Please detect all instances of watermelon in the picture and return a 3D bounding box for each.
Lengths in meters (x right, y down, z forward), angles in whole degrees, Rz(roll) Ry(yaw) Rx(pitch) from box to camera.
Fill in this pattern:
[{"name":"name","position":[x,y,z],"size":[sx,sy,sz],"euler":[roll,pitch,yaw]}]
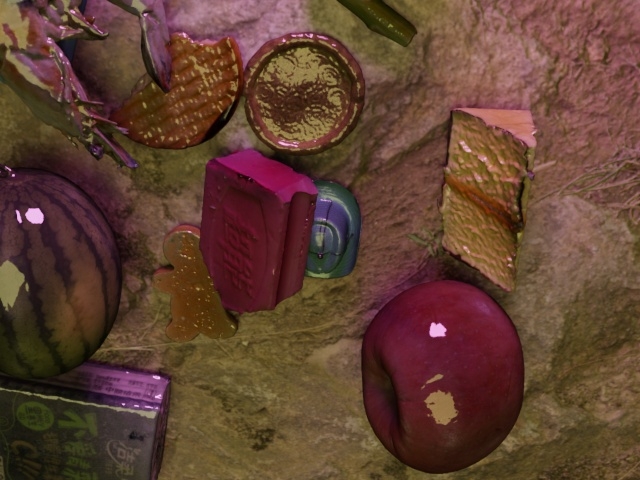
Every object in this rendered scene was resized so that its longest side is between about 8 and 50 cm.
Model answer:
[{"name":"watermelon","position":[-0.452,0.041,1.114],"size":[0.278,0.279,0.360],"euler":[4,121,2]}]

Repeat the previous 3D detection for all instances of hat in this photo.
[{"name":"hat","position":[0.000,0.000,1.179],"size":[0.138,0.078,0.191],"euler":[0,119,4]}]

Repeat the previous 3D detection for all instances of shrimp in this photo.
[{"name":"shrimp","position":[-0.320,-0.256,1.011],"size":[0.246,0.085,0.361],"euler":[-21,121,-3]}]

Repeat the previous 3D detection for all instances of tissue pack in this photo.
[{"name":"tissue pack","position":[-0.501,0.365,1.393],"size":[0.393,0.124,0.288],"euler":[11,122,-3]}]

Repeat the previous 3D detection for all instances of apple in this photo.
[{"name":"apple","position":[0.199,0.220,1.185],"size":[0.234,0.306,0.306],"euler":[-9,122,-20]}]

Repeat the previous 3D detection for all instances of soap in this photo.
[{"name":"soap","position":[-0.100,-0.001,1.143],"size":[0.162,0.099,0.250],"euler":[23,123,24]}]

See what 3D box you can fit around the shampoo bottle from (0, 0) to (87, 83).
[{"name":"shampoo bottle","position":[-0.387,-0.334,1.025],"size":[0.103,0.061,0.259],"euler":[19,119,-11]}]

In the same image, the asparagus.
[{"name":"asparagus","position":[0.058,-0.334,1.011],"size":[0.178,0.041,0.045],"euler":[32,140,-19]}]

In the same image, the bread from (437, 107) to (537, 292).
[{"name":"bread","position":[0.267,-0.069,1.106],"size":[0.178,0.141,0.266],"euler":[26,129,36]}]

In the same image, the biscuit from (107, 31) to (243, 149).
[{"name":"biscuit","position":[-0.220,-0.223,1.092],"size":[0.228,0.031,0.176],"euler":[-5,115,12]}]

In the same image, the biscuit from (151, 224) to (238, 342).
[{"name":"biscuit","position":[-0.218,0.078,1.265],"size":[0.153,0.030,0.235],"euler":[-5,119,5]}]

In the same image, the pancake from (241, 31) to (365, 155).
[{"name":"pancake","position":[-0.029,-0.218,1.091],"size":[0.199,0.021,0.199],"euler":[2,119,4]}]
